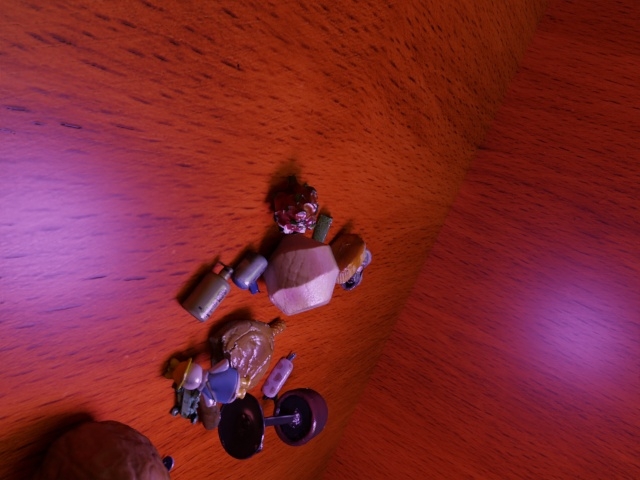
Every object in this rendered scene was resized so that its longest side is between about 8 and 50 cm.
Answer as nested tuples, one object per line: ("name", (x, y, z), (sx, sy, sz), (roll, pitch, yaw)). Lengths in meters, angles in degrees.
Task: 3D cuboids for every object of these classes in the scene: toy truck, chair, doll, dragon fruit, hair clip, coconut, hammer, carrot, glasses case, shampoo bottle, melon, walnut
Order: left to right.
("walnut", (-0.489, 0.590, 1.154), (0.306, 0.344, 0.306), (-31, 135, -37))
("hair clip", (-0.554, 0.815, 1.634), (0.083, 0.048, 0.275), (-7, 127, -62))
("toy truck", (-0.394, 0.475, 1.537), (0.078, 0.080, 0.154), (-55, 161, -58))
("carrot", (-0.366, 0.505, 1.631), (0.070, 0.070, 0.342), (-41, 147, -37))
("doll", (-0.321, 0.397, 1.448), (0.135, 0.241, 0.099), (-54, -159, 41))
("shampoo bottle", (-0.292, 0.135, 1.362), (0.162, 0.079, 0.079), (-52, 154, -18))
("hammer", (-0.207, 0.116, 1.537), (0.116, 0.069, 0.194), (-51, 162, -22))
("chair", (-0.164, 0.676, 1.909), (0.401, 0.226, 0.227), (17, 101, -52))
("glasses case", (-0.173, 0.553, 2.048), (0.164, 0.063, 0.041), (-56, 157, -10))
("hair clip", (-0.165, 0.567, 2.102), (0.230, 0.070, 0.039), (-67, 156, -4))
("dragon fruit", (-0.064, -0.115, 1.497), (0.137, 0.135, 0.236), (94, 14, -45))
("coconut", (-0.066, 0.098, 1.597), (0.259, 0.259, 0.259), (-44, 150, -33))
("melon", (0.001, 0.001, 1.846), (0.114, 0.053, 0.262), (-59, 167, -52))

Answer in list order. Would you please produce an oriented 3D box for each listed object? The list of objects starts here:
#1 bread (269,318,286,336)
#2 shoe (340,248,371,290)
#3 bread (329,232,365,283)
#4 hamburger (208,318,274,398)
("bread", (-0.179, 0.328, 1.822), (0.157, 0.044, 0.052), (-24, 143, -51))
("shoe", (0.129, 0.124, 2.129), (0.125, 0.099, 0.228), (-37, 150, -47))
("bread", (0.091, 0.062, 1.954), (0.190, 0.132, 0.114), (-52, 155, -27))
("hamburger", (-0.244, 0.367, 1.639), (0.211, 0.132, 0.309), (-35, 142, -37))
